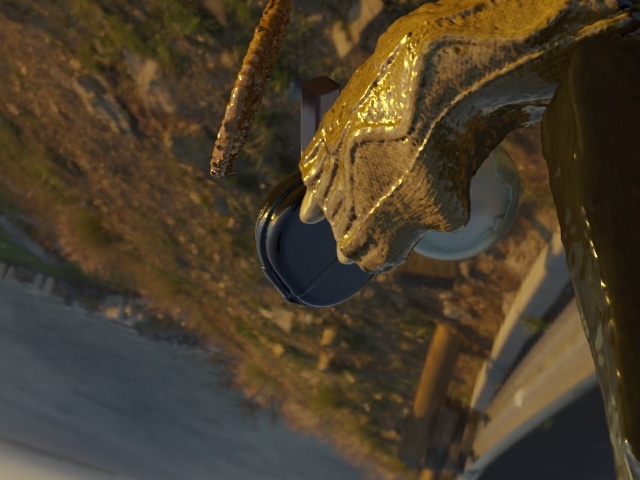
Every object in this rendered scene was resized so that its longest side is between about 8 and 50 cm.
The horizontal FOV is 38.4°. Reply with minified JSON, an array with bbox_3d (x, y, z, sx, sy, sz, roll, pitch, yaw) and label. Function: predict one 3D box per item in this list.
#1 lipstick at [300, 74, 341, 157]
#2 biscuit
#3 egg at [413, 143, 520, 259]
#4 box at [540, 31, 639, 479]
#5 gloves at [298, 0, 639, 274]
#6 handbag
[{"bbox_3d":[0.000,-0.152,1.271,0.045,0.045,0.145,42,145,38],"label":"lipstick"},{"bbox_3d":[-0.086,-0.196,1.179,0.035,0.254,0.254,20,161,-4],"label":"biscuit"},{"bbox_3d":[0.252,-0.096,1.810,0.278,0.278,0.336,12,-171,15],"label":"egg"},{"bbox_3d":[0.316,0.034,0.552,0.359,0.350,0.091,6,145,-8],"label":"box"},{"bbox_3d":[0.110,-0.117,0.750,0.155,0.203,0.356,47,117,-3],"label":"gloves"},{"bbox_3d":[0.001,0.000,1.806,0.093,0.254,0.308,35,164,49],"label":"handbag"}]
